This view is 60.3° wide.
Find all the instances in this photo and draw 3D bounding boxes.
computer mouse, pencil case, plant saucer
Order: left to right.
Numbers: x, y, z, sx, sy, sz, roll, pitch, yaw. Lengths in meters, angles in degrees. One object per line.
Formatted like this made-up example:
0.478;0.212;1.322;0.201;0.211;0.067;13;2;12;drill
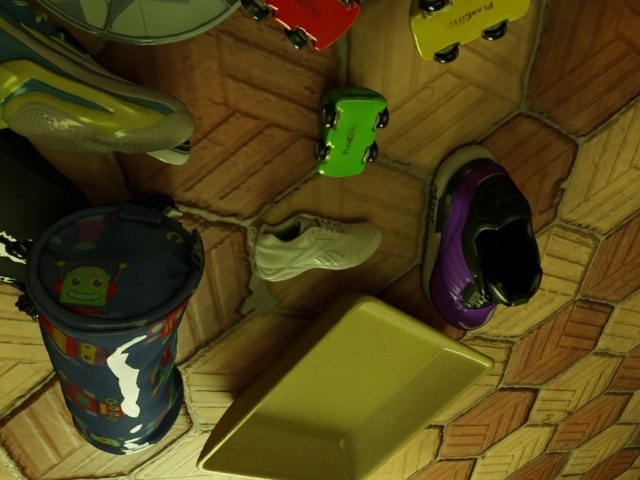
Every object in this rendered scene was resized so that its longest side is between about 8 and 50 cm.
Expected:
-0.255;-0.027;0.442;0.188;0.072;0.272;-35;134;6;computer mouse
-0.178;0.090;0.501;0.119;0.133;0.306;20;140;-2;pencil case
0.039;0.216;0.790;0.332;0.081;0.333;30;109;-40;plant saucer

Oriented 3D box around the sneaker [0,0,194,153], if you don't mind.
-0.197;-0.126;0.346;0.240;0.091;0.126;3;89;-27;sneaker

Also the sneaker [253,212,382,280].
0.000;0.000;0.607;0.152;0.054;0.061;-13;129;-16;sneaker

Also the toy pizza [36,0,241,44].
-0.121;-0.233;0.363;0.201;0.032;0.201;-16;133;-17;toy pizza

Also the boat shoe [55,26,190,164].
-0.156;-0.110;0.439;0.040;0.049;0.142;-46;130;13;boat shoe

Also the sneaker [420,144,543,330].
0.201;0.041;0.677;0.102;0.146;0.294;-21;133;-9;sneaker

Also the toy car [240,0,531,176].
0.034;-0.150;0.478;0.238;0.053;0.225;-2;142;-17;toy car
